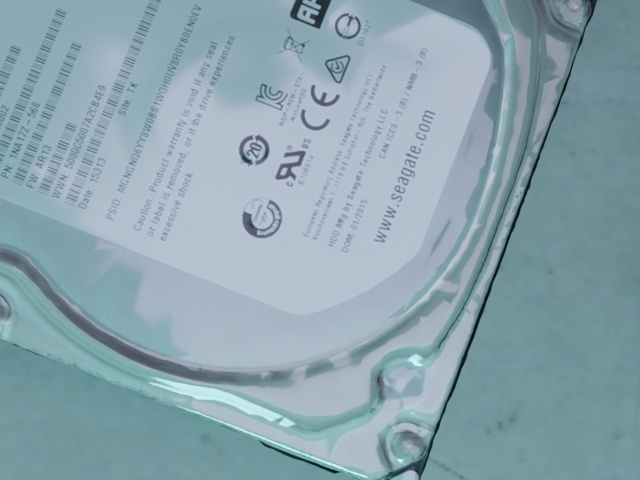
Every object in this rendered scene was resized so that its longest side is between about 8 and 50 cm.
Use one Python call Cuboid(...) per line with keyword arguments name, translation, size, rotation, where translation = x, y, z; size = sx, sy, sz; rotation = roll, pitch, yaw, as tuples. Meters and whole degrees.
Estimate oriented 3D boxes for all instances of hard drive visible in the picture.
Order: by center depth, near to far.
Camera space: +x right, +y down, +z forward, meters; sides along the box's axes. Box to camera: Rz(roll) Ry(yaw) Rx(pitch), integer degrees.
Cuboid(name="hard drive", translation=(-0.080, -0.064, 0.582), size=(0.339, 0.064, 0.237), rotation=(22, 83, -1))
